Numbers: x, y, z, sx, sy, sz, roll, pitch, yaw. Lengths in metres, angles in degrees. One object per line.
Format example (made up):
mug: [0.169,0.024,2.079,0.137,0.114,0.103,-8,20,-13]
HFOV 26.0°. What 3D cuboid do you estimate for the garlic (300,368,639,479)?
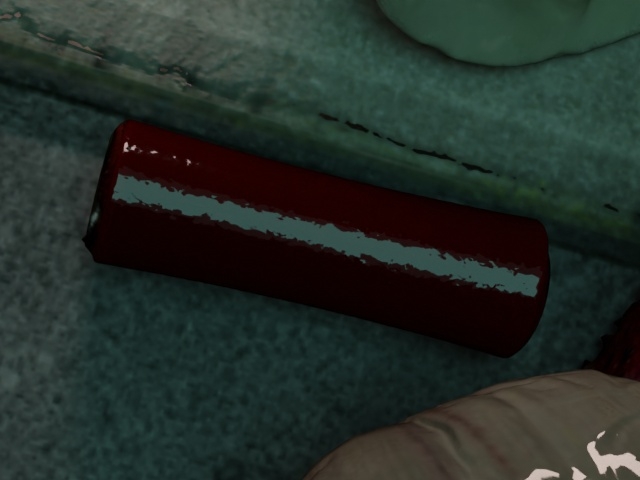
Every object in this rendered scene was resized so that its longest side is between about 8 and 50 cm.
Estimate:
garlic: [0.080,0.201,0.634,0.317,0.259,0.318,-6,119,-10]

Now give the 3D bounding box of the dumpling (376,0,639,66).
dumpling: [0.098,-0.221,0.751,0.318,0.187,0.243,5,118,-9]

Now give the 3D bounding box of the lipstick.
lipstick: [0.000,0.000,0.731,0.241,0.080,0.080,14,82,-8]

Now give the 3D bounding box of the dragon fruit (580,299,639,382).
dragon fruit: [0.288,0.091,0.748,0.330,0.240,0.302,50,49,-22]
